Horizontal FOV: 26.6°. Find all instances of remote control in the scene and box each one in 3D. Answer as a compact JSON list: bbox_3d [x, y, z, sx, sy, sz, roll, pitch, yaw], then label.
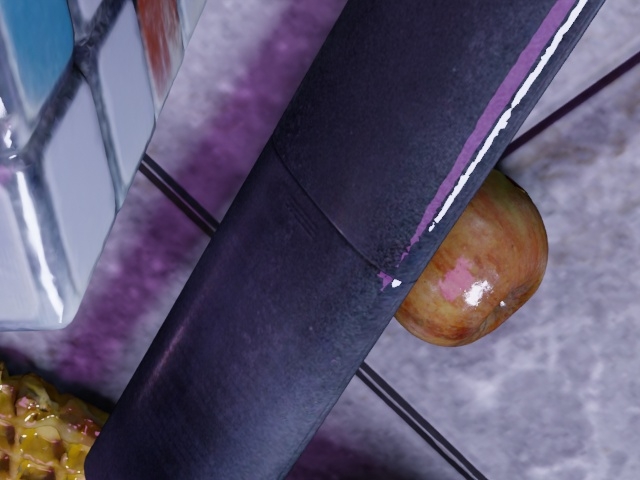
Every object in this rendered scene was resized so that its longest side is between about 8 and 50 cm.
[{"bbox_3d":[0.000,0.000,0.594,0.044,0.107,0.378,1,129,-48],"label":"remote control"}]

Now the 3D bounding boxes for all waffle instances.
[{"bbox_3d":[-0.170,0.141,0.755,0.191,0.038,0.191,3,122,5],"label":"waffle"}]

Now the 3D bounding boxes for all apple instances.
[{"bbox_3d":[0.062,0.005,0.617,0.071,0.084,0.084,48,124,23],"label":"apple"}]

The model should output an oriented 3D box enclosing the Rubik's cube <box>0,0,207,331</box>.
[{"bbox_3d":[-0.193,-0.137,0.452,0.258,0.256,0.253,-2,124,10],"label":"Rubik's cube"}]
